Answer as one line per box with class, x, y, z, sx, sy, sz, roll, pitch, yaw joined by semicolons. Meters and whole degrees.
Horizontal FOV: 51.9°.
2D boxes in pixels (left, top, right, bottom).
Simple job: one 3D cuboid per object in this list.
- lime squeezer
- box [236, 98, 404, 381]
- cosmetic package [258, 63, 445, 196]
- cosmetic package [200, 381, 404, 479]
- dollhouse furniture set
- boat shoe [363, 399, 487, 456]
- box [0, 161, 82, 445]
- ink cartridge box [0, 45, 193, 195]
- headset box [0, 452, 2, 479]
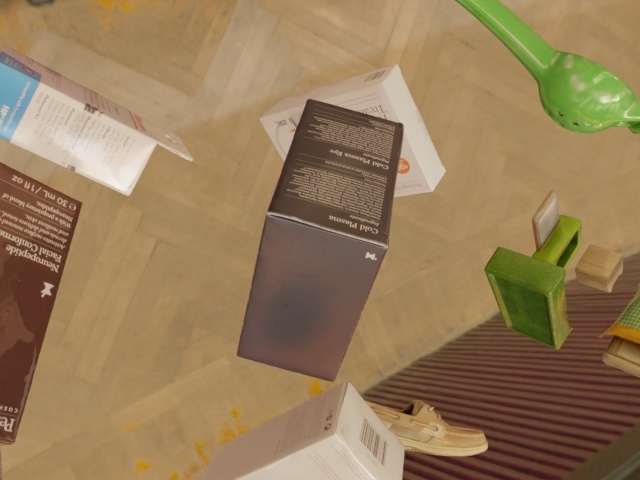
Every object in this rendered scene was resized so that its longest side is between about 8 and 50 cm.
lime squeezer;0.197;-0.115;0.389;0.310;0.059;0.110;4;76;6
box;0.000;0.000;1.107;0.179;0.343;0.312;15;42;-2
cosmetic package;0.071;-0.231;1.573;0.284;0.377;0.097;58;47;-26
cosmetic package;-0.043;0.479;1.357;0.217;0.385;0.156;52;27;-17
dollhouse furniture set;0.406;0.057;0.860;0.197;0.301;0.151;-50;138;-20
boat shoe;0.229;0.425;1.510;0.341;0.122;0.110;10;80;-15
box;-0.499;0.082;0.935;0.191;0.143;0.381;32;56;-45
ink cartridge box;-0.217;-0.102;0.608;0.180;0.104;0.060;27;100;-28
headset box;-0.489;0.232;0.655;0.218;0.293;0.110;-19;65;8
